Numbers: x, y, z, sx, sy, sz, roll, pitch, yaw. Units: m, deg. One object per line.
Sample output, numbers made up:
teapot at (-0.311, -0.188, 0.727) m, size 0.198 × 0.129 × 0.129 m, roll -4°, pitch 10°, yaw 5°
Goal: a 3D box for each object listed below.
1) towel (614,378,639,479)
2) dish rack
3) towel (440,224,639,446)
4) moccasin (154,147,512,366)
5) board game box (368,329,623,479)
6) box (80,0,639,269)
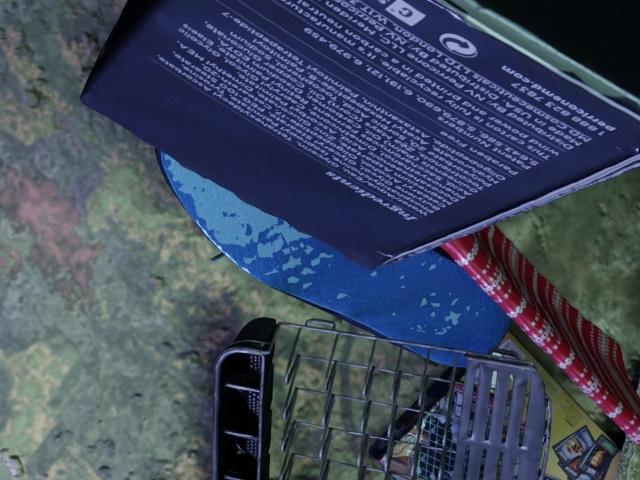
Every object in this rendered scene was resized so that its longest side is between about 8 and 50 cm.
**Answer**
towel at (0.314, 0.190, 1.569) m, size 0.110 × 0.027 × 0.148 m, roll 28°, pitch 65°, yaw -22°
dish rack at (0.050, 0.167, 1.449) m, size 0.271 × 0.074 × 0.208 m, roll 9°, pitch 126°, yaw 8°
towel at (0.178, 0.048, 1.465) m, size 0.031 × 0.199 × 0.275 m, roll -42°, pitch 105°, yaw 11°
moccasin at (0.000, 0.000, 1.470) m, size 0.342 × 0.117 × 0.138 m, roll 39°, pitch 93°, yaw -17°
board game box at (0.183, 0.216, 1.566) m, size 0.165 × 0.042 × 0.243 m, roll -44°, pitch 103°, yaw -4°
box at (0.105, -0.278, 1.219) m, size 0.297 × 0.472 × 0.480 m, roll 29°, pitch 72°, yaw -12°
